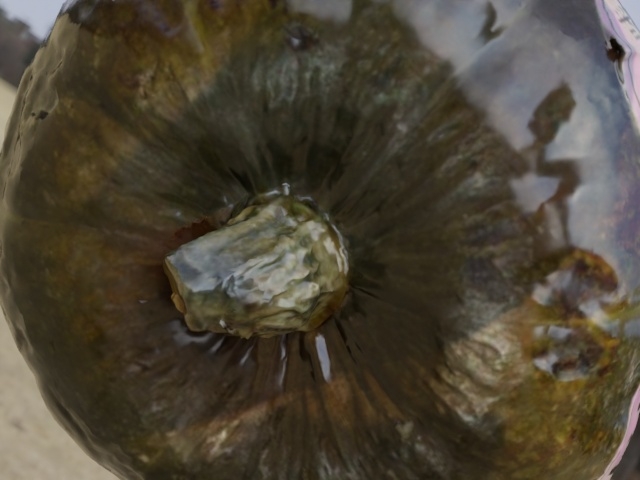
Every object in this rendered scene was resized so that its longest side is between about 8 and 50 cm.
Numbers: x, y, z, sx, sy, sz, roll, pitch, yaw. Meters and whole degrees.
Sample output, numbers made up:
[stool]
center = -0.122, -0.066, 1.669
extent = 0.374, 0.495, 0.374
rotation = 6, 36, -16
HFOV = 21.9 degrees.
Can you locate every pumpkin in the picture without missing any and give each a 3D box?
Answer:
[pumpkin]
center = -0.001, 0.000, 0.591
extent = 0.260, 0.260, 0.189
rotation = 31, 14, 12
